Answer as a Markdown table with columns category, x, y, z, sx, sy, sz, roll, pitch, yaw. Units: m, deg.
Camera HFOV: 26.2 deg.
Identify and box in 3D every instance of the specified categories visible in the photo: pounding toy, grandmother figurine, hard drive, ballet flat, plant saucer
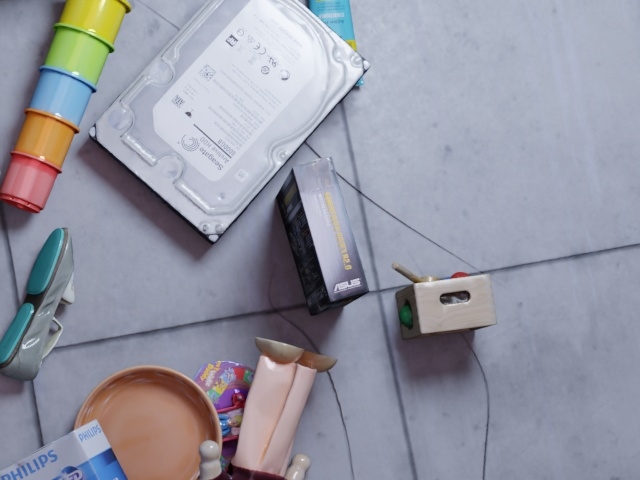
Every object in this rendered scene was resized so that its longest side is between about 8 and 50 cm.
| category | x | y | z | sx | sy | sz | roll | pitch | yaw |
| --- | --- | --- | --- | --- | --- | --- | --- | --- | --- |
| pounding toy | 0.160 | 0.080 | 1.911 | 0.141 | 0.130 | 0.100 | -6 | 83 | -11 |
| grandmother figurine | -0.084 | 0.305 | 1.817 | 0.208 | 0.104 | 0.342 | 19 | 83 | -37 |
| hard drive | -0.126 | -0.195 | 1.918 | 0.237 | 0.064 | 0.339 | 42 | 83 | -2 |
| ballet flat | -0.370 | 0.088 | 1.852 | 0.068 | 0.072 | 0.213 | 30 | 77 | -33 |
| plant saucer | -0.230 | 0.267 | 1.843 | 0.200 | 0.037 | 0.200 | 0 | 86 | 1 |

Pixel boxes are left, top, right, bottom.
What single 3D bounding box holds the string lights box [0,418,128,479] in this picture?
| category | x | y | z | sx | sy | sz | roll | pitch | yaw |
| --- | --- | --- | --- | --- | --- | --- | --- | --- | --- |
| string lights box | -0.296 | 0.380 | 1.782 | 0.133 | 0.077 | 0.260 | -28 | 87 | 16 |

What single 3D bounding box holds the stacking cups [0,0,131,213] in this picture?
| category | x | y | z | sx | sy | sz | roll | pitch | yaw |
| --- | --- | --- | --- | --- | --- | --- | --- | --- | --- |
| stacking cups | -0.348 | -0.191 | 1.879 | 0.096 | 0.096 | 0.316 | 17 | 81 | -8 |

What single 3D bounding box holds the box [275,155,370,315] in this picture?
| category | x | y | z | sx | sy | sz | roll | pitch | yaw |
| --- | --- | --- | --- | --- | --- | --- | --- | --- | --- |
| box | 0.000 | 0.000 | 1.842 | 0.056 | 0.231 | 0.183 | -15 | 84 | -9 |

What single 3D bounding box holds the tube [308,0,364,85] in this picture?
| category | x | y | z | sx | sy | sz | roll | pitch | yaw |
| --- | --- | --- | --- | --- | --- | --- | --- | --- | --- |
| tube | 0.014 | -0.323 | 1.990 | 0.080 | 0.052 | 0.207 | -5 | 89 | -1 |

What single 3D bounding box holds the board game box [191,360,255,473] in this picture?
| category | x | y | z | sx | sy | sz | roll | pitch | yaw |
| --- | --- | --- | --- | --- | --- | --- | --- | --- | --- |
| board game box | -0.132 | 0.247 | 1.881 | 0.133 | 0.033 | 0.169 | 34 | 77 | -5 |
